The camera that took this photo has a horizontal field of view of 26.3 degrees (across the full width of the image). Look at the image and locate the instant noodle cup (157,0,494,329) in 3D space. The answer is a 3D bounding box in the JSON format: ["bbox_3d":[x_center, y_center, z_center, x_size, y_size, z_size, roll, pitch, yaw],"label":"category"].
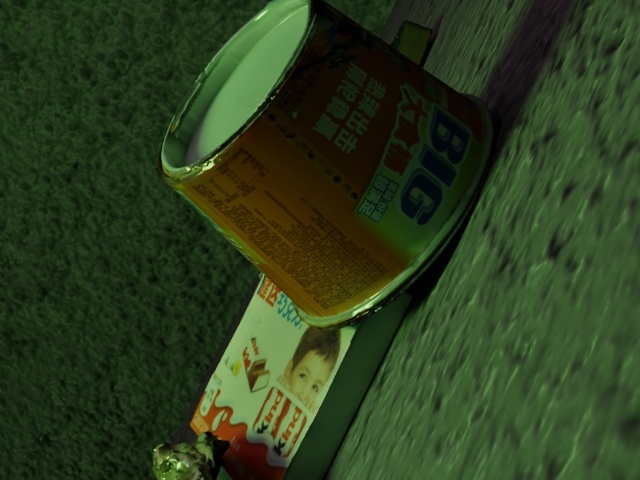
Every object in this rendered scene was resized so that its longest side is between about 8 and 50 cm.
[{"bbox_3d":[-0.005,-0.089,1.324,0.296,0.214,0.296,-40,26,25],"label":"instant noodle cup"}]

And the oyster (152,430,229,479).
[{"bbox_3d":[-0.108,0.291,1.360,0.259,0.092,0.198,132,122,-74],"label":"oyster"}]

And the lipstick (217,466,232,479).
[{"bbox_3d":[-0.170,0.399,1.806,0.290,0.077,0.076,-59,7,37],"label":"lipstick"}]

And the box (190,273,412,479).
[{"bbox_3d":[-0.030,0.132,1.440,0.265,0.048,0.273,-64,24,2],"label":"box"}]

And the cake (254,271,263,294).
[{"bbox_3d":[0.000,0.000,1.958,0.295,0.112,0.116,-60,5,-30],"label":"cake"}]

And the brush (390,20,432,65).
[{"bbox_3d":[0.118,-0.271,2.265,0.197,0.059,0.123,128,165,-66],"label":"brush"}]
